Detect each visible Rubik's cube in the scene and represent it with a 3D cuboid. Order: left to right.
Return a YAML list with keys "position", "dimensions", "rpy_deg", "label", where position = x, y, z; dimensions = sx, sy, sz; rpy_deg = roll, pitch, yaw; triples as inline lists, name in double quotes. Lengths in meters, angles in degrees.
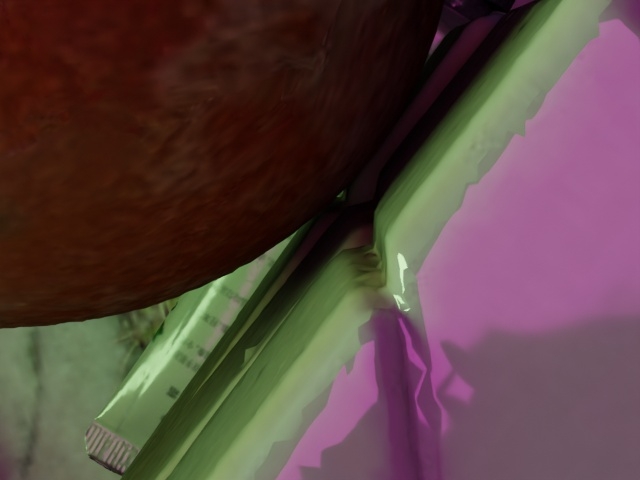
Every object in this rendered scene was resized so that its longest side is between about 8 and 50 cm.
- position: [0.086, 0.144, 0.535]
  dimensions: [0.322, 0.316, 0.319]
  rpy_deg: [37, 94, -3]
  label: "Rubik's cube"

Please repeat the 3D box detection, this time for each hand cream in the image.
- position: [0.000, 0.000, 0.704]
  dimensions: [0.080, 0.050, 0.234]
  rpy_deg: [30, 95, -4]
  label: "hand cream"

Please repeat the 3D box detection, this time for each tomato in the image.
- position: [-0.083, -0.104, 0.510]
  dimensions: [0.265, 0.265, 0.265]
  rpy_deg: [0, 88, 5]
  label: "tomato"
